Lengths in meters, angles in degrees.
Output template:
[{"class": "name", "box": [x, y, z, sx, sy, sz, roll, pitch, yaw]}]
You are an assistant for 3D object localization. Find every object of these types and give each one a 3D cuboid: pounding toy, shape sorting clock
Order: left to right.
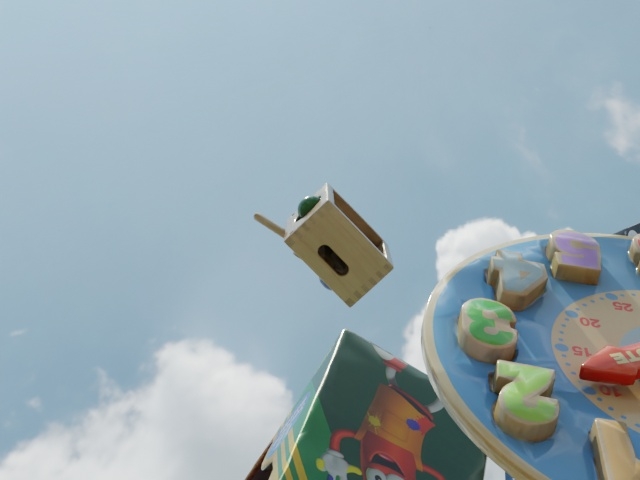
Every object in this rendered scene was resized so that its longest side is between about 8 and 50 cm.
[{"class": "pounding toy", "box": [0.000, 0.000, 1.208, 0.100, 0.130, 0.141, -43, -80, 9]}, {"class": "shape sorting clock", "box": [0.140, 0.047, 0.378, 0.206, 0.206, 0.040, 10, -57, 4]}]

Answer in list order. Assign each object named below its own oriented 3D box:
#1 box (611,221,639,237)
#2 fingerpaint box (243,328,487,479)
[{"class": "box", "box": [0.438, 0.073, 1.125, 0.247, 0.142, 0.163, 6, -108, -20]}, {"class": "fingerpaint box", "box": [-0.057, 0.349, 0.810, 0.163, 0.371, 0.445, 30, -61, 0]}]
